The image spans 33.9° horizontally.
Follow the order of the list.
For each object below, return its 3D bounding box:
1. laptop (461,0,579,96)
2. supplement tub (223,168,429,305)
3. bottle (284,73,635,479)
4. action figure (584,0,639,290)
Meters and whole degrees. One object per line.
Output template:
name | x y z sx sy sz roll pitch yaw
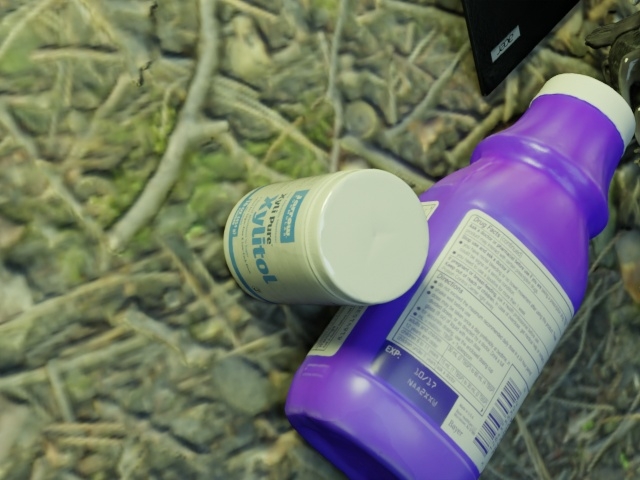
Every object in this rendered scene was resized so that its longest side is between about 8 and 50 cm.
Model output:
laptop | 0.098 -0.280 0.695 0.264 0.136 0.234 41 64 6
supplement tub | 0.000 0.000 0.563 0.071 0.107 0.071 2 85 -30
bottle | 0.097 0.020 0.628 0.118 0.092 0.283 44 66 -22
action figure | 0.267 -0.073 0.705 0.141 0.164 0.276 -22 108 -19
